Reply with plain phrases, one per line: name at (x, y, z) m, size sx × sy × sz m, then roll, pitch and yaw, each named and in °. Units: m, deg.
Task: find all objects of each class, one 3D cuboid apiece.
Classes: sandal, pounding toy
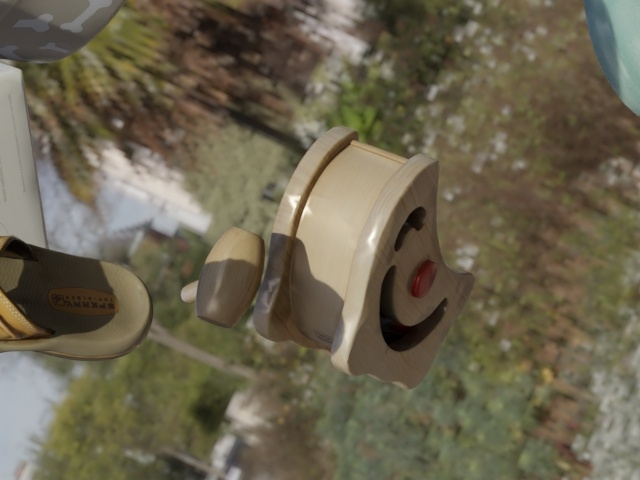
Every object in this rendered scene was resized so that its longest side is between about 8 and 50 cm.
sandal at (-0.154, 0.027, 0.725) m, size 0.049 × 0.180 × 0.072 m, roll -35°, pitch 61°, yaw 46°
pounding toy at (0.000, 0.000, 1.035) m, size 0.154 × 0.155 × 0.269 m, roll -68°, pitch -25°, yaw -1°

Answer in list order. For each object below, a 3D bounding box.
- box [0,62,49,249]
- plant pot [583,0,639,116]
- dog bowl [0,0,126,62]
box at (-0.474, -0.044, 1.505) m, size 0.345 × 0.168 × 0.215 m, roll -26°, pitch -57°, yaw -39°
plant pot at (0.508, -0.313, 1.942) m, size 0.196 × 0.293 × 0.293 m, roll -9°, pitch 46°, yaw 44°
dog bowl at (-0.214, -0.298, 1.158) m, size 0.349 × 0.102 × 0.349 m, roll -27°, pitch 54°, yaw 46°
